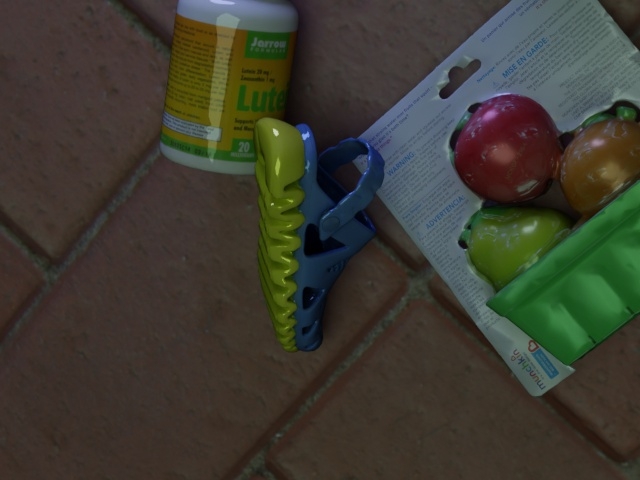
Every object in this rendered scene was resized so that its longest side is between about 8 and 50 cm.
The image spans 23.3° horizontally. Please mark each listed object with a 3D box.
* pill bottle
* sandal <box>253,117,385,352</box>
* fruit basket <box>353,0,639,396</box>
[{"bbox_3d":[-0.098,-0.207,1.723,0.136,0.136,0.246,13,106,14],"label":"pill bottle"},{"bbox_3d":[0.000,0.000,1.719,0.138,0.126,0.317,-8,134,-12],"label":"sandal"},{"bbox_3d":[0.247,-0.062,1.664,0.327,0.165,0.353,-42,73,21],"label":"fruit basket"}]
